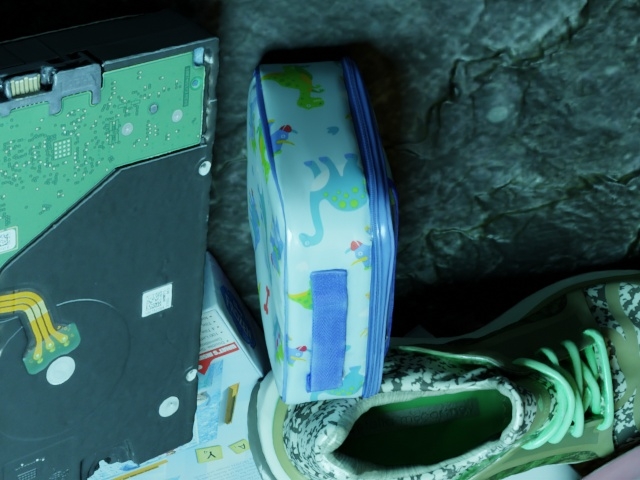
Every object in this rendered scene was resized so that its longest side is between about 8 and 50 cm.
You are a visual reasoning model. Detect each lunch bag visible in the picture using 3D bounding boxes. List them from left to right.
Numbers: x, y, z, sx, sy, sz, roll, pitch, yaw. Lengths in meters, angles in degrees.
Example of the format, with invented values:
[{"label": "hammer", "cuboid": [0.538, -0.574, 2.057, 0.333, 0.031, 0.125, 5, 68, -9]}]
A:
[{"label": "lunch bag", "cuboid": [0.000, 0.000, 0.943, 0.090, 0.176, 0.219, -5, 137, -5]}]

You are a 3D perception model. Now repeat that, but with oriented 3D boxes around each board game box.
[{"label": "board game box", "cuboid": [-0.177, 0.172, 1.181, 0.319, 0.065, 0.318, -18, 138, 9]}]

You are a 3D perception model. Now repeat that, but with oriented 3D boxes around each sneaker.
[{"label": "sneaker", "cuboid": [0.155, 0.127, 1.047, 0.411, 0.182, 0.158, -15, 95, -9]}]

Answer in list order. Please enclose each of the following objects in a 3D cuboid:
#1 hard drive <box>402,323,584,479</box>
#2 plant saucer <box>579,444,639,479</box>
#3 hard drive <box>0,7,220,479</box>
[{"label": "hard drive", "cuboid": [0.120, 0.242, 1.228, 0.203, 0.040, 0.307, -48, 119, -2]}, {"label": "plant saucer", "cuboid": [0.322, 0.211, 1.156, 0.332, 0.084, 0.332, -20, 158, -9]}, {"label": "hard drive", "cuboid": [-0.185, 0.030, 0.896, 0.237, 0.064, 0.338, -21, 132, -35]}]
